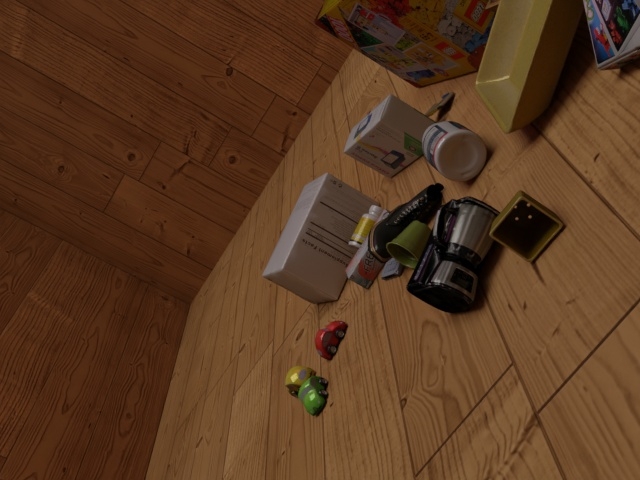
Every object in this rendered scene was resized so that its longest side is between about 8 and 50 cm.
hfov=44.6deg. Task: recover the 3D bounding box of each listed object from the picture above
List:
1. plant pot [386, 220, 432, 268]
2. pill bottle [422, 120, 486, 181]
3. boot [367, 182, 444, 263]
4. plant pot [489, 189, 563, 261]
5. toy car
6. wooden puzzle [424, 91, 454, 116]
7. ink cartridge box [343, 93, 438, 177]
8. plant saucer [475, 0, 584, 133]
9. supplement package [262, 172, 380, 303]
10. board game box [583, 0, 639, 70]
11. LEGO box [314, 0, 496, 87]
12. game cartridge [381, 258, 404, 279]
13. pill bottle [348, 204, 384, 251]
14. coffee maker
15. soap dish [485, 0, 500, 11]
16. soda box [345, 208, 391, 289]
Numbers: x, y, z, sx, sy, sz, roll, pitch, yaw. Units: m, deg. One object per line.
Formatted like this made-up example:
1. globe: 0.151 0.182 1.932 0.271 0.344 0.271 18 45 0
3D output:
1. plant pot: 0.193 0.003 1.632 0.079 0.083 0.083 -53 11 -20
2. pill bottle: 0.274 -0.195 1.650 0.108 0.108 0.180 -58 14 13
3. boot: 0.185 -0.046 1.691 0.137 0.077 0.198 -40 12 43
4. plant pot: 0.322 -0.032 1.232 0.081 0.081 0.083 -54 5 25
5. toy car: -0.020 0.312 1.802 0.239 0.053 0.225 -55 15 22
6. wooden puzzle: 0.303 -0.344 1.992 0.116 0.014 0.078 -47 10 -29
7. ink cartridge box: 0.179 -0.265 2.023 0.212 0.154 0.093 -32 33 61
8. plant saucer: 0.407 -0.399 1.495 0.333 0.081 0.332 -91 14 -64
9. supplement package: 0.000 0.000 2.089 0.293 0.175 0.177 -65 16 -16
10. board game box: 0.475 -0.439 1.196 0.193 0.053 0.305 159 101 -68
11. LEGO box: 0.233 -0.595 2.038 0.193 0.372 0.500 -62 13 -2
12. game cartridge: 0.164 0.057 1.734 0.083 0.017 0.056 -26 41 66
13. pill bottle: 0.122 -0.027 1.942 0.116 0.065 0.065 -64 14 -9
14. coffee maker: 0.236 0.033 1.373 0.171 0.120 0.178 87 -153 -71
15. soap dish: 0.497 -0.636 1.711 0.291 0.118 0.229 -61 14 -1
16. soda box: 0.131 0.020 1.835 0.183 0.058 0.063 -59 14 11
